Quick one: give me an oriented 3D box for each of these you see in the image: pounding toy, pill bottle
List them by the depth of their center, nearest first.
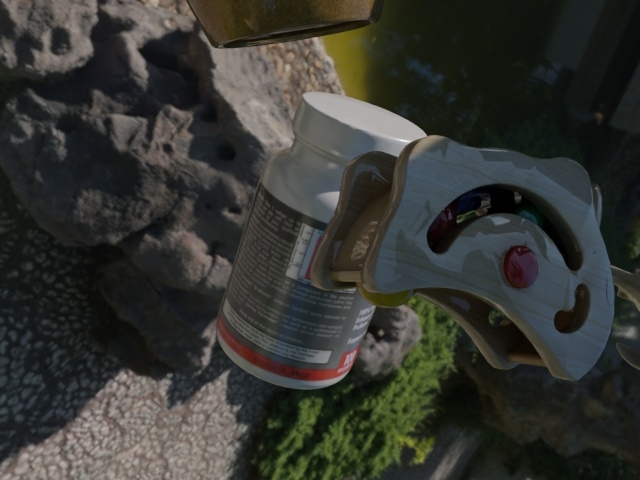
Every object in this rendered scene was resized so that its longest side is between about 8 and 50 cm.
[{"bbox_3d":[0.111,0.020,0.524,0.269,0.154,0.154,4,85,-30],"label":"pounding toy"},{"bbox_3d":[0.000,0.000,0.942,0.210,0.210,0.363,-16,131,-55],"label":"pill bottle"}]

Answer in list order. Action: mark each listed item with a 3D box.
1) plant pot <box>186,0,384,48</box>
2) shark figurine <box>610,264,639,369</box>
[{"bbox_3d":[-0.038,-0.263,0.451,0.237,0.237,0.255,-24,111,-50],"label":"plant pot"},{"bbox_3d":[0.395,0.079,0.775,0.166,0.278,0.116,-7,139,-22],"label":"shark figurine"}]
